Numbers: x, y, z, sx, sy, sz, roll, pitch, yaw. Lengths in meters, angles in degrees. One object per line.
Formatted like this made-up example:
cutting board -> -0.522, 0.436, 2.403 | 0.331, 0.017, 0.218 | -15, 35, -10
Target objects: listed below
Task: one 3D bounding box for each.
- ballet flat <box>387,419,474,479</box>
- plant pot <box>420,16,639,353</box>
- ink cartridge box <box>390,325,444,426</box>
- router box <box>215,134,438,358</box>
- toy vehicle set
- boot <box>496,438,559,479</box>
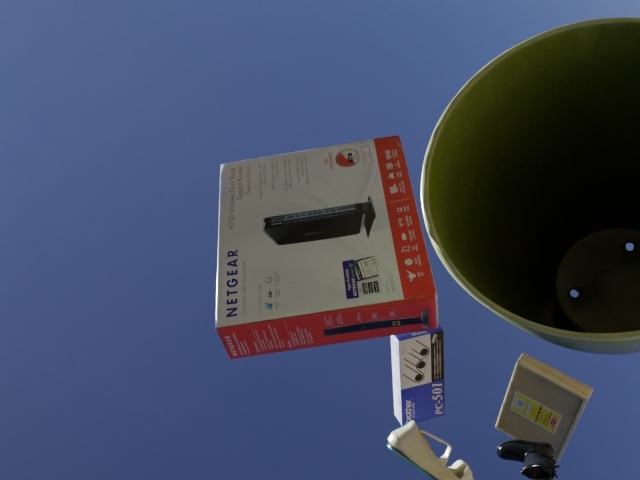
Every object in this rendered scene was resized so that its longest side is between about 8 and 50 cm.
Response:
ballet flat -> 0.233, 0.428, 1.343 | 0.248, 0.086, 0.086 | 44, -142, -11
plant pot -> 0.267, -0.005, 0.673 | 0.293, 0.274, 0.275 | 42, -147, -58
ink cartridge box -> 0.196, 0.268, 1.438 | 0.046, 0.097, 0.207 | -128, 29, -61
router box -> 0.000, 0.000, 1.085 | 0.082, 0.301, 0.335 | 77, -175, -48
toy vehicle set -> 0.508, 0.390, 1.657 | 0.166, 0.267, 0.035 | 28, -131, 25
boot -> 0.411, 0.438, 1.427 | 0.099, 0.121, 0.045 | -41, -54, -70
